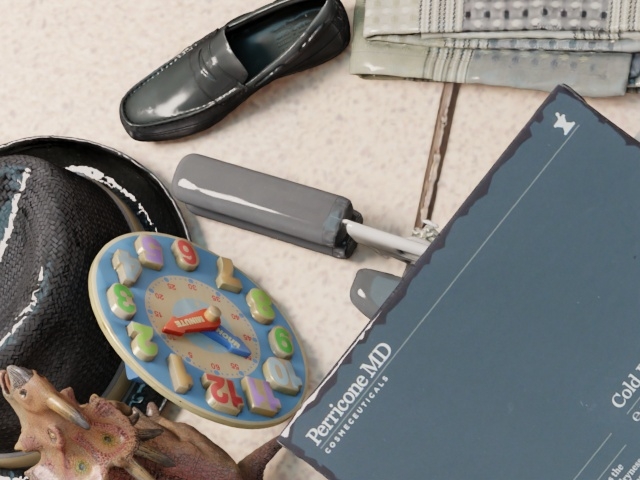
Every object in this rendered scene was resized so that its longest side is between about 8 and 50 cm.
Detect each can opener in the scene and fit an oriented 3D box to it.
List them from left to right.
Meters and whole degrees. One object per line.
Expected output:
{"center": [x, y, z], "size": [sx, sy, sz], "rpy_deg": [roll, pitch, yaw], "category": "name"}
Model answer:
{"center": [0.000, 0.000, 1.614], "size": [0.280, 0.074, 0.093], "rpy_deg": [22, 78, 19], "category": "can opener"}

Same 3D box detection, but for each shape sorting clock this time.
{"center": [-0.095, 0.069, 1.556], "size": [0.040, 0.206, 0.206], "rpy_deg": [-47, 63, 32], "category": "shape sorting clock"}

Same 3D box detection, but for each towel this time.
{"center": [0.185, -0.284, 1.650], "size": [0.312, 0.056, 0.324], "rpy_deg": [4, 85, 14], "category": "towel"}

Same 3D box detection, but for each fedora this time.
{"center": [-0.266, 0.049, 1.617], "size": [0.334, 0.152, 0.334], "rpy_deg": [-4, 70, 12], "category": "fedora"}

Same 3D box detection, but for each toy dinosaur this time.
{"center": [-0.131, 0.179, 1.481], "size": [0.295, 0.200, 0.127], "rpy_deg": [10, 78, -30], "category": "toy dinosaur"}

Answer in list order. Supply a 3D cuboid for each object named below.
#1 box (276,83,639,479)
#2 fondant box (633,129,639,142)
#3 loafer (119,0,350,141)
{"center": [0.204, 0.119, 1.433], "size": [0.312, 0.179, 0.343], "rpy_deg": [39, 91, 14], "category": "box"}
{"center": [0.438, -0.119, 1.544], "size": [0.238, 0.096, 0.330], "rpy_deg": [36, 81, 22], "category": "fondant box"}
{"center": [-0.080, -0.159, 1.685], "size": [0.223, 0.078, 0.076], "rpy_deg": [-26, 67, 3], "category": "loafer"}
